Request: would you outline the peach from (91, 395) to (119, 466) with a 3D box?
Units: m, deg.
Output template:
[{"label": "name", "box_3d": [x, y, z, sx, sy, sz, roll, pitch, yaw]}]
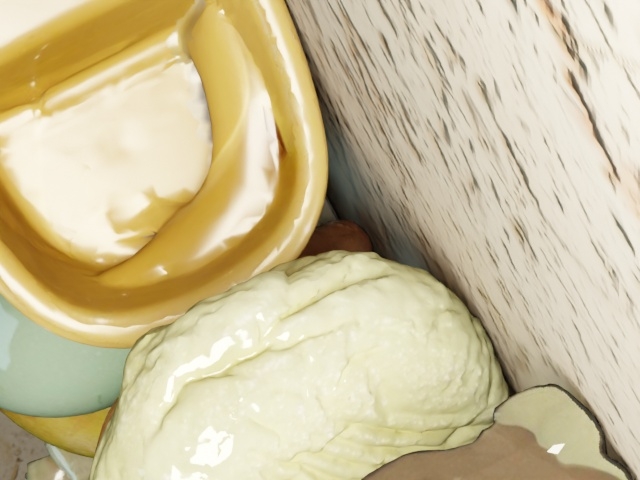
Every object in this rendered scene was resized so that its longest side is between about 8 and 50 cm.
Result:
[{"label": "peach", "box_3d": [-0.004, 0.163, 1.051, 0.256, 0.232, 0.232, 53, 173, 19]}]

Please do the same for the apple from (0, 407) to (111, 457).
[{"label": "apple", "box_3d": [-0.143, 0.022, 1.325, 0.286, 0.286, 0.233, 62, 169, -14]}]

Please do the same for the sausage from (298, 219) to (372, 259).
[{"label": "sausage", "box_3d": [-0.021, 0.027, 0.968, 0.043, 0.043, 0.186, 61, -152, -2]}]

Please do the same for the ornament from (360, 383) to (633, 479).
[{"label": "ornament", "box_3d": [0.123, 0.196, 0.748, 0.251, 0.106, 0.260, 61, -179, 27]}]

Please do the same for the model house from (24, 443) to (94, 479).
[{"label": "model house", "box_3d": [-0.050, 0.245, 1.491, 0.284, 0.298, 0.243, 58, 174, 25]}]

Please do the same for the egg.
[{"label": "egg", "box_3d": [-0.139, 0.013, 1.111, 0.168, 0.231, 0.168, 42, -166, -14]}]

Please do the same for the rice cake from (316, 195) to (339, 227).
[{"label": "rice cake", "box_3d": [0.000, 0.000, 1.127, 0.206, 0.036, 0.047, 63, 180, -21]}]

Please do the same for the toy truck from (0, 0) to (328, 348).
[{"label": "toy truck", "box_3d": [-0.130, -0.095, 0.925, 0.288, 0.204, 0.211, 64, 171, -10]}]

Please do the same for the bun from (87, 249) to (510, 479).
[{"label": "bun", "box_3d": [-0.023, 0.096, 0.829, 0.134, 0.220, 0.220, 41, 163, 42]}]
